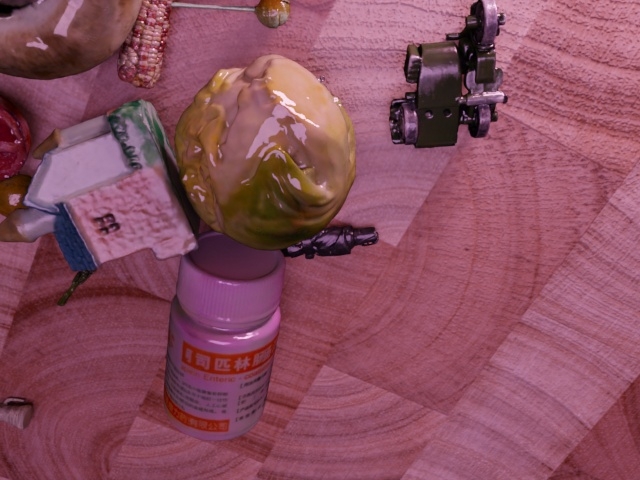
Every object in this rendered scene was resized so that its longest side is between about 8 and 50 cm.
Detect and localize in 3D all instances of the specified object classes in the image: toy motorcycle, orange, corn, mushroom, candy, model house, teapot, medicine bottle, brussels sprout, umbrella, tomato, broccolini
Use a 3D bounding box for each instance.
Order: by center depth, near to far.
[{"bbox_3d":[-0.440,-0.415,0.888,0.353,0.260,0.351,2,110,6],"label":"mushroom"},{"bbox_3d":[-0.152,-0.399,1.005,0.203,0.061,0.061,1,114,-8],"label":"candy"},{"bbox_3d":[-0.088,-0.131,1.005,0.345,0.268,0.344,-4,145,-3],"label":"brussels sprout"},{"bbox_3d":[-0.295,-0.380,1.011,0.080,0.079,0.237,17,113,-8],"label":"corn"},{"bbox_3d":[0.222,-0.283,1.040,0.205,0.127,0.275,-3,121,2],"label":"toy motorcycle"},{"bbox_3d":[-0.412,-0.076,1.049,0.325,0.194,0.267,-21,110,-4],"label":"model house"},{"bbox_3d":[-0.615,-0.206,1.077,0.173,0.099,0.189,17,130,-17],"label":"tomato"},{"bbox_3d":[-0.581,-0.087,1.134,0.095,0.085,0.085,-23,112,15],"label":"orange"},{"bbox_3d":[-0.193,0.189,1.176,0.220,0.219,0.388,10,117,-5],"label":"medicine bottle"},{"bbox_3d":[0.000,0.000,1.194,0.236,0.059,0.066,-7,131,4],"label":"umbrella"},{"bbox_3d":[-0.519,0.094,1.244,0.030,0.035,0.140,40,109,-12],"label":"broccolini"},{"bbox_3d":[-0.719,0.401,1.372,0.083,0.057,0.067,9,76,-1],"label":"teapot"}]

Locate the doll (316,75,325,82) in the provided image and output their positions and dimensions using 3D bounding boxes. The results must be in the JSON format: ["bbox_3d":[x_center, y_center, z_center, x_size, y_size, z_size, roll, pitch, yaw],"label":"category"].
[{"bbox_3d":[-0.040,-0.268,1.083,0.114,0.039,0.057,-31,105,16],"label":"doll"}]
